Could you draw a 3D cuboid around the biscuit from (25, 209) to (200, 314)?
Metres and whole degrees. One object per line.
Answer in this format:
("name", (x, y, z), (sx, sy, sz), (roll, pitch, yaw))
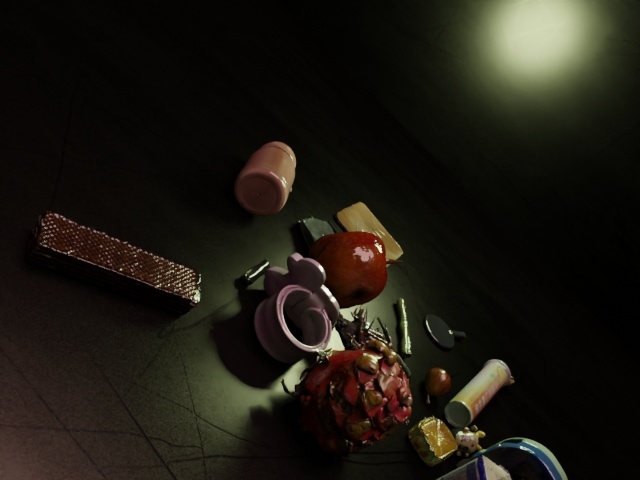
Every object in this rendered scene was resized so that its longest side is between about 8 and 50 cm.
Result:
("biscuit", (-0.450, 0.059, 1.280), (0.388, 0.073, 0.107), (26, 37, -32))

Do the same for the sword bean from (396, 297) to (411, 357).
("sword bean", (0.290, 0.303, 1.983), (0.269, 0.038, 0.043), (-87, 152, -52))

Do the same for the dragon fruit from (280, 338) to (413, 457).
("dragon fruit", (0.091, 0.371, 1.386), (0.269, 0.291, 0.250), (52, 35, 13))

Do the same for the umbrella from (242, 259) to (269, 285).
("umbrella", (-0.183, 0.093, 1.628), (0.036, 0.031, 0.133), (46, 30, 3))

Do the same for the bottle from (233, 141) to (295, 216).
("bottle", (-0.167, -0.205, 1.891), (0.297, 0.172, 0.207), (-78, 151, -58))

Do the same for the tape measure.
("tape measure", (0.574, 0.710, 1.652), (0.138, 0.262, 0.259), (14, 43, -59))

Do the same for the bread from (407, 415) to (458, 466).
("bread", (0.326, 0.581, 1.657), (0.140, 0.069, 0.128), (-5, 56, -50))

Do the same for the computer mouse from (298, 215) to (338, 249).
("computer mouse", (0.001, 0.002, 1.943), (0.126, 0.071, 0.231), (-2, 43, -36))

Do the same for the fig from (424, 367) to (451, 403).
("fig", (0.368, 0.474, 1.845), (0.089, 0.089, 0.125), (49, 50, 5))

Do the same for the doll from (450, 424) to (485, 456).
("doll", (0.459, 0.624, 1.770), (0.179, 0.102, 0.088), (15, -1, -38))

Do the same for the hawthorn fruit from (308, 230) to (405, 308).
("hawthorn fruit", (0.082, 0.086, 1.752), (0.261, 0.258, 0.258), (-31, 78, -37))

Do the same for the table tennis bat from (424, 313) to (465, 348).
("table tennis bat", (0.481, 0.353, 2.181), (0.236, 0.027, 0.150), (16, 41, -40))

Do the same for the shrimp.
("shrimp", (0.134, 0.291, 1.650), (0.372, 0.137, 0.172), (61, -3, 4))

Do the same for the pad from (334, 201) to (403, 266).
("pad", (0.200, -0.024, 2.279), (0.287, 0.018, 0.284), (50, 29, 7))

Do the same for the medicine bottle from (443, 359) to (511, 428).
("medicine bottle", (0.553, 0.532, 1.983), (0.108, 0.108, 0.426), (55, 32, 14))

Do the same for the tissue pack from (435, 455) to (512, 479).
("tissue pack", (0.344, 0.675, 1.361), (0.137, 0.269, 0.209), (31, 32, -24))

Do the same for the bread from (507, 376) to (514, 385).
("bread", (0.711, 0.536, 2.232), (0.105, 0.053, 0.072), (23, 14, -40))

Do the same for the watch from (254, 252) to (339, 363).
("watch", (-0.071, 0.189, 1.513), (0.248, 0.210, 0.217), (52, 37, -7))
